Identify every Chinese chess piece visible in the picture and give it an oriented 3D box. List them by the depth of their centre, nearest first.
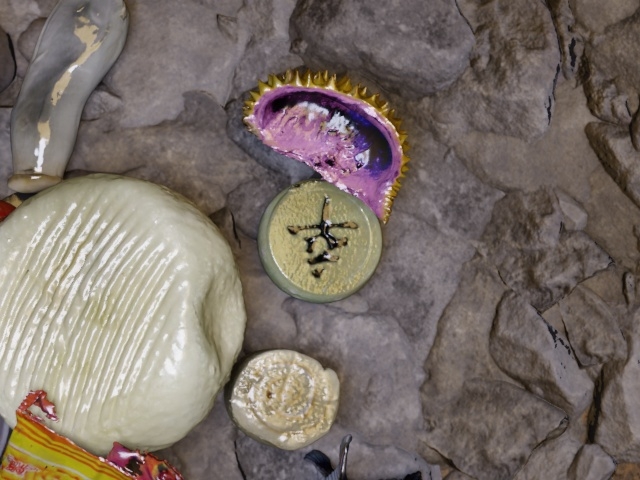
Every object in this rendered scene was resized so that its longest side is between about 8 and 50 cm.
[{"bbox_3d":[0.000,0.000,1.173,0.189,0.083,0.188,3,80,-15],"label":"Chinese chess piece"}]

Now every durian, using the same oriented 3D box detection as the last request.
[{"bbox_3d":[0.019,-0.173,1.158,0.261,0.186,0.153,28,107,-7],"label":"durian"}]

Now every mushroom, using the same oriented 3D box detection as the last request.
[{"bbox_3d":[-0.362,-0.229,1.122,0.109,0.097,0.351,21,81,-6],"label":"mushroom"}]

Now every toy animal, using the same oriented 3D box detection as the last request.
[{"bbox_3d":[0.040,0.382,1.093,0.273,0.160,0.197,29,65,-46],"label":"toy animal"}]

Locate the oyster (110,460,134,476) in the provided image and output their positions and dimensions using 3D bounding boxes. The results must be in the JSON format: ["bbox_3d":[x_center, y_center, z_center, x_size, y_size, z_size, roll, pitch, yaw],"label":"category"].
[{"bbox_3d":[-0.331,0.297,1.022,0.191,0.163,0.081,-9,100,11],"label":"oyster"}]

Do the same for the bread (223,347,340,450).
[{"bbox_3d":[-0.057,0.220,1.096,0.148,0.141,0.133,15,77,-10],"label":"bread"}]

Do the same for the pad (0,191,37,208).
[{"bbox_3d":[-0.417,0.011,1.117,0.112,0.003,0.157,-31,90,-16],"label":"pad"}]

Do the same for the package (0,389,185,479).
[{"bbox_3d":[-0.298,0.337,0.852,0.223,0.108,0.288,31,70,0],"label":"package"}]

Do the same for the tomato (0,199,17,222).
[{"bbox_3d":[-0.483,0.001,1.028,0.082,0.166,0.174,44,38,6],"label":"tomato"}]

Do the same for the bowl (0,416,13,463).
[{"bbox_3d":[-0.541,0.223,0.985,0.287,0.144,0.286,2,81,-14],"label":"bowl"}]

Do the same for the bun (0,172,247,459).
[{"bbox_3d":[-0.261,0.096,1.019,0.353,0.227,0.348,26,86,13],"label":"bun"}]
